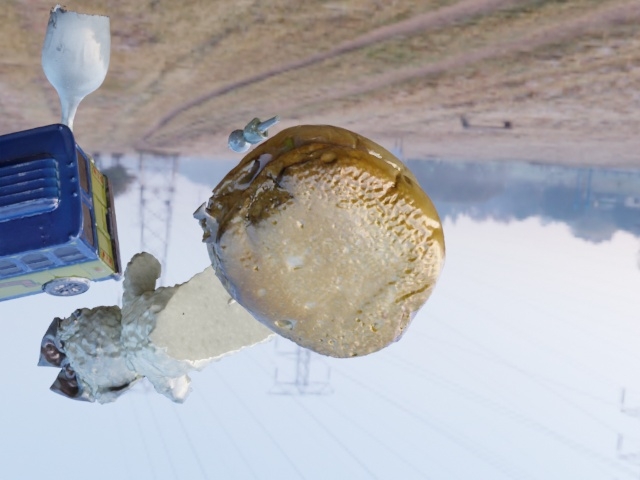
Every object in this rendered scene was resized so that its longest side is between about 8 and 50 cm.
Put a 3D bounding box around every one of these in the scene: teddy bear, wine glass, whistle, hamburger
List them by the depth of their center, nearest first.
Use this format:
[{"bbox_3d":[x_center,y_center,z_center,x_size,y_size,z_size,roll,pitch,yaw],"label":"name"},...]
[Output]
[{"bbox_3d":[0.000,0.000,1.146,0.314,0.290,0.170,36,-164,-18],"label":"hamburger"},{"bbox_3d":[-0.099,-0.158,1.282,0.100,0.035,0.035,-26,168,31],"label":"whistle"},{"bbox_3d":[-0.504,-0.310,1.771,0.143,0.321,0.143,13,-167,-3],"label":"wine glass"},{"bbox_3d":[-0.348,0.187,1.835,0.375,0.327,0.362,-27,-173,-43],"label":"teddy bear"}]

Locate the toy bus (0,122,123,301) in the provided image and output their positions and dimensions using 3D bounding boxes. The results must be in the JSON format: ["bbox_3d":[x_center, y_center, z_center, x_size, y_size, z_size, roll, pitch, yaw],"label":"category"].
[{"bbox_3d":[-0.376,-0.008,0.943,0.288,0.138,0.175,-12,160,1],"label":"toy bus"}]
